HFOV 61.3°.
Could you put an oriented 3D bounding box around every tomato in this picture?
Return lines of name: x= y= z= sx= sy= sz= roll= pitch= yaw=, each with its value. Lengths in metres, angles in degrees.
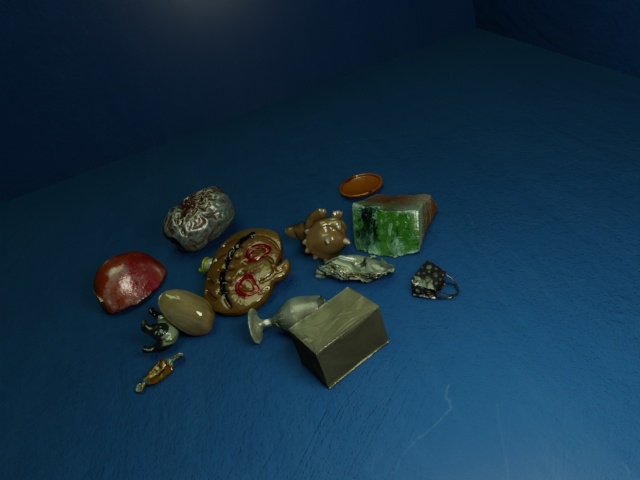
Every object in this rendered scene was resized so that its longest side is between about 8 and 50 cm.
tomato: x=-0.778 y=0.133 z=2.147 sx=0.309 sy=0.170 sz=0.309 roll=-13 pitch=35 yaw=9

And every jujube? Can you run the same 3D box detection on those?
jujube: x=-0.517 y=-0.093 z=2.310 sx=0.317 sy=0.226 sz=0.226 roll=-43 pitch=39 yaw=-20

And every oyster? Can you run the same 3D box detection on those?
oyster: x=0.114 y=0.097 z=1.831 sx=0.252 sy=0.087 sz=0.199 roll=-15 pitch=23 yaw=-7

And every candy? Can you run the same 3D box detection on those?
candy: x=-0.512 y=0.413 z=1.716 sx=0.182 sy=0.046 sz=0.053 roll=-39 pitch=36 yaw=-25

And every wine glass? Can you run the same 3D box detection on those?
wine glass: x=-0.101 y=0.244 z=1.691 sx=0.241 sy=0.126 sz=0.126 roll=-15 pitch=33 yaw=10

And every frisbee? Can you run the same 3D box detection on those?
frisbee: x=0.175 y=-0.231 z=2.330 sx=0.192 sy=0.035 sz=0.192 roll=-12 pitch=33 yaw=8

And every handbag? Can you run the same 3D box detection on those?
handbag: x=0.362 y=0.140 z=1.676 sx=0.139 sy=0.072 sz=0.115 roll=25 pitch=49 yaw=30

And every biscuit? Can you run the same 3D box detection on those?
biscuit: x=-0.260 y=0.105 z=1.945 sx=0.314 sy=0.063 sz=0.367 roll=-2 pitch=52 yaw=21

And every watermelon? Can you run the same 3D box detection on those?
watermelon: x=0.263 y=-0.090 z=1.972 sx=0.264 sy=0.151 sz=0.302 roll=3 pitch=39 yaw=31

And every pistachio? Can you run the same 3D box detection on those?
pistachio: x=-0.454 y=0.240 z=1.831 sx=0.206 sy=0.129 sz=0.131 roll=27 pitch=66 yaw=-4

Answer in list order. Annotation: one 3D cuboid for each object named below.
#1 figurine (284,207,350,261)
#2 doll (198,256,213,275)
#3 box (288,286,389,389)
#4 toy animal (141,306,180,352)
figurine: x=0.000 y=-0.002 z=1.974 sx=0.247 sy=0.177 sz=0.173 roll=-23 pitch=64 yaw=34
doll: x=-0.379 y=0.088 z=2.098 sx=0.207 sy=0.081 sz=0.129 roll=-16 pitch=38 yaw=10
box: x=0.052 y=0.272 z=1.547 sx=0.231 sy=0.149 sz=0.155 roll=-32 pitch=36 yaw=-21
toy animal: x=-0.543 y=0.292 z=1.870 sx=0.121 sy=0.094 sz=0.225 roll=-7 pitch=23 yaw=-2
